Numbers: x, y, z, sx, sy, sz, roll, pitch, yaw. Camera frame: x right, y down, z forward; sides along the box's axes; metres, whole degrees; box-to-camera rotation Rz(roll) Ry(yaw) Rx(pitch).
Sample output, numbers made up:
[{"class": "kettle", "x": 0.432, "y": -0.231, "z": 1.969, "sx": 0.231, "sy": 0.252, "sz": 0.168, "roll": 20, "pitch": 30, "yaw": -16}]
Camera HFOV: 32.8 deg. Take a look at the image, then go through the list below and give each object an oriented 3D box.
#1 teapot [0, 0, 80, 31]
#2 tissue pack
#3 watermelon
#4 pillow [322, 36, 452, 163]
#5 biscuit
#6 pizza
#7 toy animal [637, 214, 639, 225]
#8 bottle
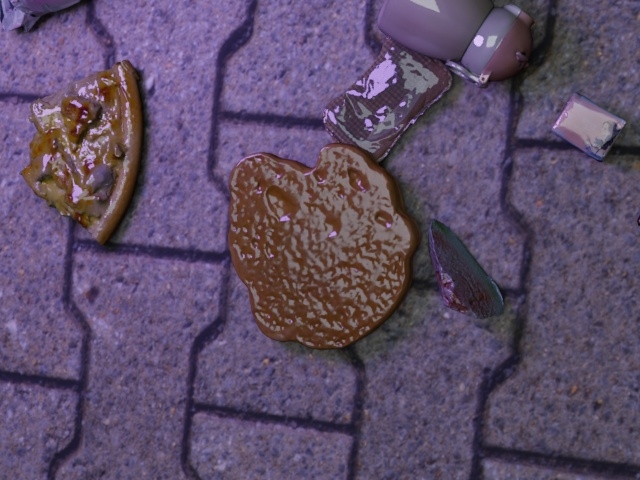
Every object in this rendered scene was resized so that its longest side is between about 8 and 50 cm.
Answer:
[{"class": "teapot", "x": -0.481, "y": -0.482, "z": 1.863, "sx": 0.163, "sy": 0.221, "sz": 0.178, "roll": -18, "pitch": 74, "yaw": -24}, {"class": "tissue pack", "x": 0.410, "y": -0.174, "z": 1.665, "sx": 0.094, "sy": 0.059, "sz": 0.074, "roll": 32, "pitch": 101, "yaw": 12}, {"class": "watermelon", "x": 0.211, "y": 0.054, "z": 1.712, "sx": 0.081, "sy": 0.094, "sz": 0.180, "roll": -37, "pitch": 67, "yaw": 15}, {"class": "pillow", "x": 0.105, "y": -0.226, "z": 1.757, "sx": 0.135, "sy": 0.034, "sz": 0.211, "roll": 44, "pitch": 102, "yaw": 8}, {"class": "biscuit", "x": 0.000, "y": 0.000, "z": 1.772, "sx": 0.312, "sy": 0.057, "sz": 0.351, "roll": -25, "pitch": 89, "yaw": 15}, {"class": "pizza", "x": -0.418, "y": -0.161, "z": 1.869, "sx": 0.223, "sy": 0.089, "sz": 0.323, "roll": 10, "pitch": 93, "yaw": 11}, {"class": "toy animal", "x": 0.604, "y": 0.014, "z": 1.622, "sx": 0.149, "sy": 0.054, "sz": 0.275, "roll": -40, "pitch": 84, "yaw": 15}, {"class": "bottle", "x": 0.220, "y": -0.331, "z": 1.673, "sx": 0.237, "sy": 0.147, "sz": 0.147, "roll": 32, "pitch": 99, "yaw": 4}]
